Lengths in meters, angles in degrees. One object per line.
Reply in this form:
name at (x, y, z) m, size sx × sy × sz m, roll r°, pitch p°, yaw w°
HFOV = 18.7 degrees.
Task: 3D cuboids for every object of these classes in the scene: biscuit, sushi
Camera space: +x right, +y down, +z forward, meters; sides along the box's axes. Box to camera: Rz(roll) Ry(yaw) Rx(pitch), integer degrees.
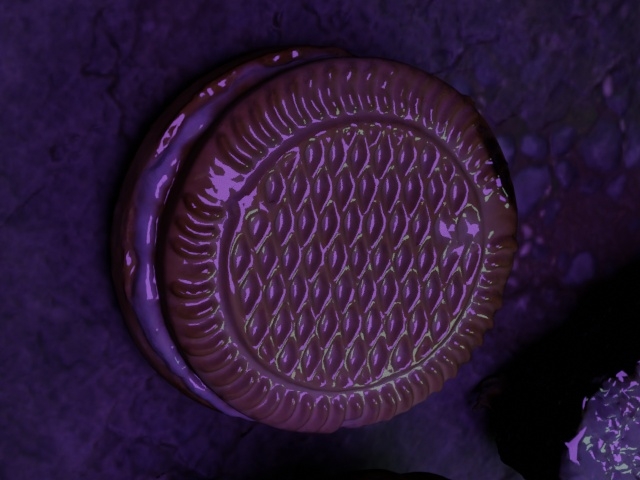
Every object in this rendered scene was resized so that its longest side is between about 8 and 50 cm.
biscuit at (0.000, 0.000, 1.196) m, size 0.259 × 0.079 × 0.259 m, roll -7°, pitch 106°, yaw -25°
sushi at (0.225, 0.104, 1.321) m, size 0.212 × 0.115 × 0.147 m, roll -42°, pitch 115°, yaw -10°

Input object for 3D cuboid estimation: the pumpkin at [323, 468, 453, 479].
pumpkin at (-0.015, 0.231, 1.254) m, size 0.278 × 0.111 × 0.163 m, roll -57°, pitch 164°, yaw 19°
